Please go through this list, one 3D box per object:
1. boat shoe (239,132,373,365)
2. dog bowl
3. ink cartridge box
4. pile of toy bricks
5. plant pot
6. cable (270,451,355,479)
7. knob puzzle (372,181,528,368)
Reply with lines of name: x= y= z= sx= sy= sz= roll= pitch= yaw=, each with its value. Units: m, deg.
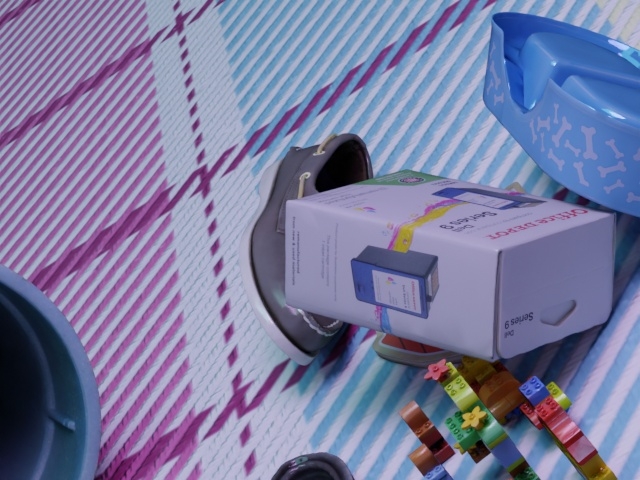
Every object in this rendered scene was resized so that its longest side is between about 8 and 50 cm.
boat shoe: x=-0.003 y=-0.003 z=1.614 sx=0.091 sy=0.109 sz=0.305 roll=-32 pitch=24 yaw=20
dog bowl: x=0.227 y=-0.102 z=1.455 sx=0.297 sy=0.166 sz=0.074 roll=-120 pitch=45 yaw=-62
ink cartridge box: x=0.099 y=0.014 z=1.384 sx=0.212 sy=0.093 sz=0.154 roll=16 pitch=22 yaw=41
pile of toy bricks: x=0.115 y=0.128 z=1.287 sx=0.118 sy=0.105 sz=0.212 roll=-39 pitch=28 yaw=-2
plant pot: x=-0.413 y=0.149 z=1.657 sx=0.341 sy=0.341 sz=0.334 roll=-44 pitch=21 yaw=-12
cable: x=0.022 y=0.217 z=1.296 sx=0.139 sy=0.072 sz=0.287 roll=-27 pitch=29 yaw=8
knob puzzle: x=0.120 y=0.034 z=1.501 sx=0.213 sy=0.030 sz=0.213 roll=-27 pitch=30 yaw=17
